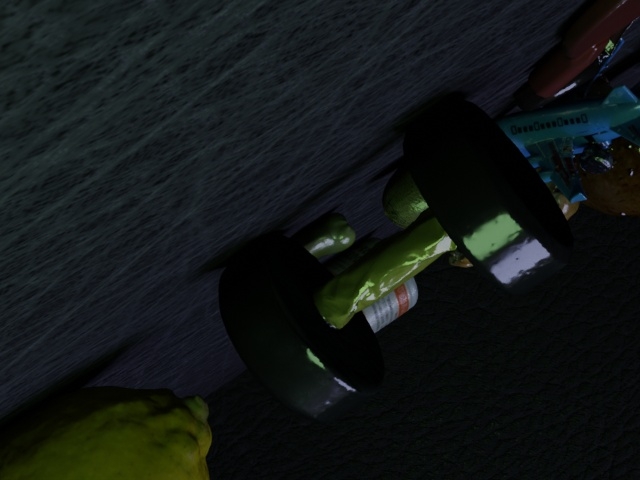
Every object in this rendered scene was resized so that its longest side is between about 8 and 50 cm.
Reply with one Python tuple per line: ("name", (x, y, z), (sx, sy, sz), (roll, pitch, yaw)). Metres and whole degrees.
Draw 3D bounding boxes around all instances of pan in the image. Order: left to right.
("pan", (0.330, -0.222, 1.548), (0.212, 0.040, 0.115), (-36, 180, 22))

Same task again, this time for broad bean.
("broad bean", (0.000, 0.000, 1.495), (0.083, 0.045, 0.063), (-27, 174, 8))

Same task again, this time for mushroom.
("mushroom", (0.582, -0.203, 2.195), (0.334, 0.331, 0.356), (23, 90, -39))

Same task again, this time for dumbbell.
("dumbbell", (0.074, 0.024, 1.295), (0.322, 0.204, 0.204), (-37, 174, 18))

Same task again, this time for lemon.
("lemon", (-0.272, 0.307, 1.439), (0.316, 0.285, 0.285), (-63, -170, -30))

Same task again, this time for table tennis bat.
("table tennis bat", (0.319, -0.240, 1.323), (0.200, 0.038, 0.310), (-30, 173, -36))

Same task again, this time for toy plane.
("toy plane", (0.320, -0.146, 1.638), (0.271, 0.105, 0.254), (-17, -134, 50))

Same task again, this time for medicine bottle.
("medicine bottle", (0.026, 0.112, 2.086), (0.252, 0.144, 0.144), (-31, 174, -18))

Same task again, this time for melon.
("melon", (0.145, -0.068, 1.478), (0.162, 0.099, 0.099), (-29, 173, -17))

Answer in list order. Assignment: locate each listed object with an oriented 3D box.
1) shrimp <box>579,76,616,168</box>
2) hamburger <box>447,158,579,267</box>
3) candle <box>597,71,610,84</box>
("shrimp", (0.365, -0.165, 1.734), (0.091, 0.184, 0.043), (-24, 135, 17))
("hamburger", (0.283, -0.055, 1.940), (0.282, 0.155, 0.245), (-20, 167, 25))
("candle", (0.343, -0.198, 1.839), (0.162, 0.053, 0.048), (-30, -142, 20))
